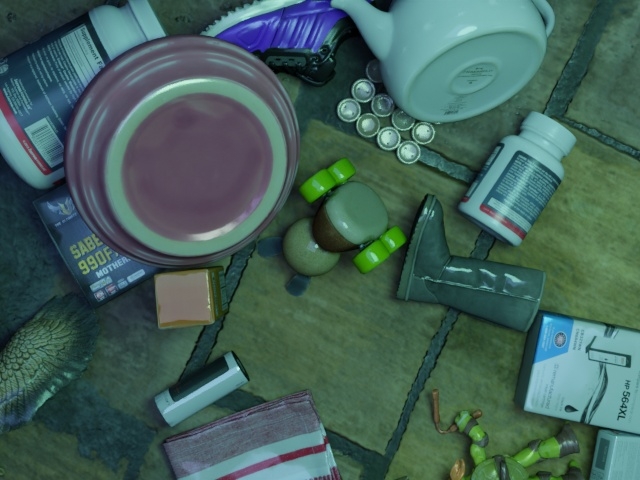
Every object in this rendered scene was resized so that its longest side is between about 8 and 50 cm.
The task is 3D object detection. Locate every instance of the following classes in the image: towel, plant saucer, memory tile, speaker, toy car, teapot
[{"bbox_3d":[-0.071,0.412,1.628,0.237,0.037,0.329,-20,92,0],"label":"towel"},{"bbox_3d":[-0.175,-0.108,1.473,0.332,0.084,0.332,-9,115,-20],"label":"plant saucer"},{"bbox_3d":[0.108,-0.192,1.631,0.148,0.012,0.113,35,90,-2],"label":"memory tile"},{"bbox_3d":[-0.176,0.220,1.613,0.136,0.055,0.055,-30,92,0],"label":"speaker"},{"bbox_3d":[0.000,0.000,1.597,0.188,0.149,0.155,-38,88,28],"label":"toy car"},{"bbox_3d":[0.189,-0.302,1.541,0.252,0.256,0.187,-28,62,18],"label":"teapot"}]

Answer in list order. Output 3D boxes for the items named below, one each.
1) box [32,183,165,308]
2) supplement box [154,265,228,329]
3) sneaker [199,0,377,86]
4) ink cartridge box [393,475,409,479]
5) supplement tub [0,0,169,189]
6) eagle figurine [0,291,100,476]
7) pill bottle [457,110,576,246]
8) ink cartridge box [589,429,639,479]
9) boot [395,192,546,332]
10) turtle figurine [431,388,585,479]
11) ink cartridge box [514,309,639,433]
[{"bbox_3d":[-0.276,-0.033,1.604,0.231,0.056,0.183,-29,92,-1],"label":"box"},{"bbox_3d":[-0.178,0.077,1.520,0.078,0.233,0.080,-6,88,-1],"label":"supplement box"},{"bbox_3d":[-0.047,-0.282,1.581,0.293,0.102,0.146,-25,92,-1],"label":"sneaker"},{"bbox_3d":[0.129,0.459,1.533,0.088,0.235,0.193,-20,91,-1],"label":"ink cartridge box"},{"bbox_3d":[-0.328,-0.211,1.532,0.272,0.191,0.191,-28,92,-1],"label":"supplement tub"},{"bbox_3d":[-0.484,0.180,1.543,0.225,0.226,0.298,36,96,19],"label":"eagle figurine"},{"bbox_3d":[0.292,-0.091,1.589,0.108,0.108,0.180,33,91,-2],"label":"pill bottle"},{"bbox_3d":[0.476,0.360,1.624,0.179,0.045,0.145,10,91,-34],"label":"ink cartridge box"},{"bbox_3d":[0.228,0.036,1.593,0.208,0.076,0.190,14,121,5],"label":"boot"},{"bbox_3d":[0.273,0.334,1.607,0.217,0.087,0.269,-14,91,-1],"label":"turtle figurine"},{"bbox_3d":[0.405,0.194,1.608,0.203,0.086,0.148,11,91,-1],"label":"ink cartridge box"}]
